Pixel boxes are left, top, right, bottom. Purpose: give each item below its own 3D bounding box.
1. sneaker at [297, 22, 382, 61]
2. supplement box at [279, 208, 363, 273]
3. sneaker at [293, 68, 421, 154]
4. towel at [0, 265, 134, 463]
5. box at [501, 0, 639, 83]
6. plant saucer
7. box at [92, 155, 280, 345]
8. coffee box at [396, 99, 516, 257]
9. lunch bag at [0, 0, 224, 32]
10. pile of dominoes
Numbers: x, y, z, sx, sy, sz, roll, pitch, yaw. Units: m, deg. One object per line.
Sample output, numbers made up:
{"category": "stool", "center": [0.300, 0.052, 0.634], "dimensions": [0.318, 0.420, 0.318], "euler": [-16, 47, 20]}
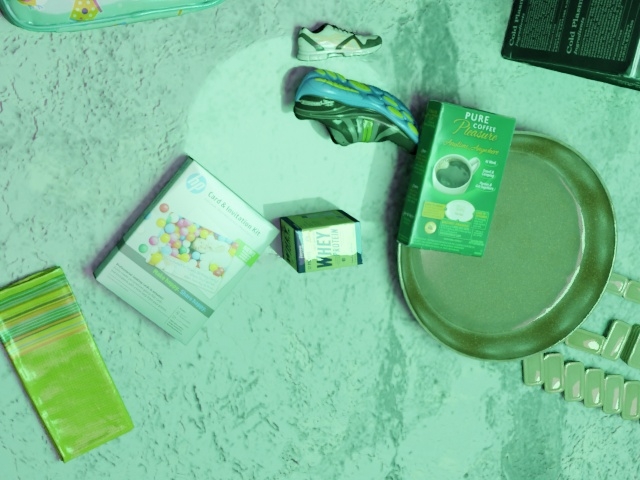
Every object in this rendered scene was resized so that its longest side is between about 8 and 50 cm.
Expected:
{"category": "sneaker", "center": [0.024, -0.245, 1.353], "dimensions": [0.109, 0.040, 0.043], "euler": [-8, 103, -16]}
{"category": "supplement box", "center": [0.000, 0.000, 1.380], "dimensions": [0.083, 0.083, 0.056], "euler": [-8, 104, -14]}
{"category": "sneaker", "center": [0.049, -0.150, 1.378], "dimensions": [0.188, 0.067, 0.078], "euler": [19, 125, -26]}
{"category": "towel", "center": [-0.317, 0.153, 1.353], "dimensions": [0.102, 0.021, 0.237], "euler": [-24, 109, -10]}
{"category": "box", "center": [0.451, -0.259, 1.337], "dimensions": [0.343, 0.312, 0.179], "euler": [10, 99, -20]}
{"category": "plant saucer", "center": [0.244, 0.007, 1.471], "dimensions": [0.311, 0.050, 0.310], "euler": [-3, 103, -13]}
{"category": "box", "center": [-0.163, 0.014, 1.358], "dimensions": [0.145, 0.038, 0.186], "euler": [40, 88, -22]}
{"category": "coffee box", "center": [0.170, -0.076, 1.384], "dimensions": [0.113, 0.040, 0.184], "euler": [7, 100, -23]}
{"category": "lunch bag", "center": [-0.238, -0.349, 1.209], "dimensions": [0.279, 0.108, 0.224], "euler": [-11, 106, -15]}
{"category": "pile of dominoes", "center": [0.404, 0.143, 1.579], "dimensions": [0.251, 0.040, 0.196], "euler": [19, 97, -12]}
